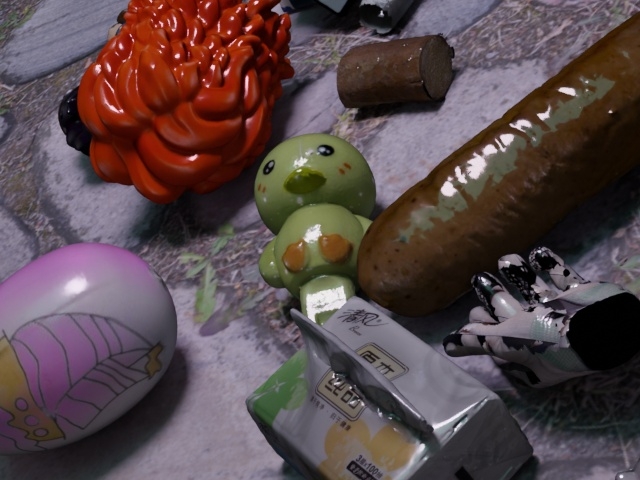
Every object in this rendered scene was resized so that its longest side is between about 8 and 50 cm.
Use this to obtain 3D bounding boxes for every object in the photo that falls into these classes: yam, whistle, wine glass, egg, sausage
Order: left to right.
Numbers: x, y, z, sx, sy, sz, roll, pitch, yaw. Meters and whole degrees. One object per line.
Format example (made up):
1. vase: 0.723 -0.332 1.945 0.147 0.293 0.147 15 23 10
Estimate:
1. egg: -0.280 0.119 1.598 0.271 0.196 0.196 -33 36 -10
2. whistle: -0.003 -0.008 1.583 0.141 0.141 0.294 -23 39 15
3. yam: 0.086 -0.198 1.776 0.127 0.084 0.084 -1 48 33
4. wine glass: 0.123 -0.368 1.950 0.074 0.074 0.262 4 52 40
5. sausage: 0.244 -0.098 1.492 0.501 0.123 0.136 -39 -7 -2

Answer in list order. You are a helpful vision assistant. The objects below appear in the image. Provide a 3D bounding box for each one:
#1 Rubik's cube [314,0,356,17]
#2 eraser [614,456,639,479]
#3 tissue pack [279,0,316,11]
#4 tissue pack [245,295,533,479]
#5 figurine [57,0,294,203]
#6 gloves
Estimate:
1. Rubik's cube: 0.020 -0.416 1.935 0.163 0.162 0.160 -57 4 44
2. eraser: 0.325 0.259 1.071 0.171 0.087 0.290 -23 38 13
3. tissue pack: -0.023 -0.348 2.040 0.083 0.062 0.042 -11 35 27
4. tissue pack: 0.045 0.153 1.353 0.159 0.145 0.229 -43 37 -10
5. figurine: -0.197 -0.201 1.897 0.306 0.241 0.411 -36 25 -18
6. gloves: 0.200 0.079 1.364 0.127 0.111 0.212 -52 11 -15
